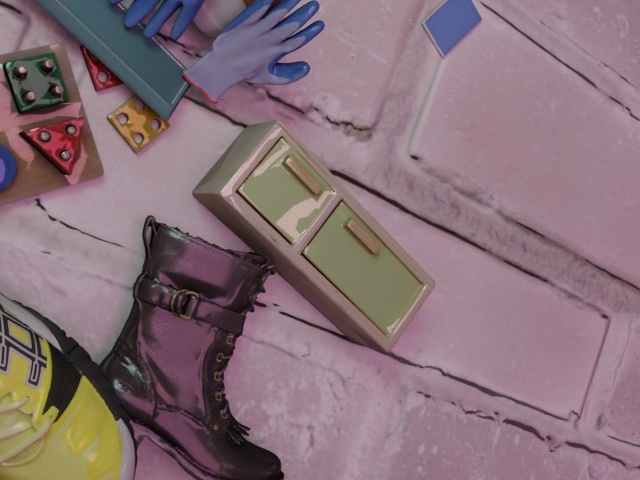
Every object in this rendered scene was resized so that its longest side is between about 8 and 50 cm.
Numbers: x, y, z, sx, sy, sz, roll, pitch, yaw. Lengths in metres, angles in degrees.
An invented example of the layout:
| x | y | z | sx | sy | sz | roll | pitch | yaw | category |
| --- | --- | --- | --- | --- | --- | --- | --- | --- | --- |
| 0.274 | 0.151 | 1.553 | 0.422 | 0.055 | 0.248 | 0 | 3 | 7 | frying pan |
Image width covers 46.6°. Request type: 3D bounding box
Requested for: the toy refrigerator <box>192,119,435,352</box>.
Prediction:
| x | y | z | sx | sy | sz | roll | pitch | yaw | category |
| --- | --- | --- | --- | --- | --- | --- | --- | --- | --- |
| 0.000 | 0.000 | 0.816 | 0.269 | 0.094 | 0.102 | 45 | 73 | -23 | toy refrigerator |

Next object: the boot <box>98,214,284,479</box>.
| x | y | z | sx | sy | sz | roll | pitch | yaw | category |
| --- | --- | --- | --- | --- | --- | --- | --- | --- | --- |
| -0.105 | 0.120 | 0.767 | 0.263 | 0.091 | 0.229 | 31 | 79 | -25 | boot |

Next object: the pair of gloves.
| x | y | z | sx | sy | sz | roll | pitch | yaw | category |
| --- | --- | --- | --- | --- | --- | --- | --- | --- | --- |
| -0.096 | -0.216 | 0.706 | 0.198 | 0.159 | 0.023 | 46 | 29 | -26 | pair of gloves |

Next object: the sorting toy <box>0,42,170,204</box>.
| x | y | z | sx | sy | sz | roll | pitch | yaw | category |
| --- | --- | --- | --- | --- | --- | --- | --- | --- | --- |
| -0.271 | -0.108 | 0.685 | 0.274 | 0.046 | 0.132 | -20 | 103 | -27 | sorting toy |

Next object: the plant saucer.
| x | y | z | sx | sy | sz | roll | pitch | yaw | category |
| --- | --- | --- | --- | --- | --- | --- | --- | --- | --- |
| -0.201 | -0.203 | 0.715 | 0.192 | 0.018 | 0.067 | 44 | 48 | -27 | plant saucer |

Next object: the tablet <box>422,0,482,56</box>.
| x | y | z | sx | sy | sz | roll | pitch | yaw | category |
| --- | --- | --- | --- | --- | --- | --- | --- | --- | --- |
| 0.167 | -0.277 | 0.940 | 0.083 | 0.006 | 0.054 | -45 | 113 | -18 | tablet |

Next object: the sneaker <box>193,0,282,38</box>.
| x | y | z | sx | sy | sz | roll | pitch | yaw | category |
| --- | --- | --- | --- | --- | --- | --- | --- | --- | --- |
| -0.108 | -0.349 | 0.703 | 0.106 | 0.123 | 0.290 | -51 | 124 | -48 | sneaker |

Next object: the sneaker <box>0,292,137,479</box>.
| x | y | z | sx | sy | sz | roll | pitch | yaw | category |
| --- | --- | --- | --- | --- | --- | --- | --- | --- | --- |
| -0.303 | 0.104 | 0.602 | 0.145 | 0.147 | 0.385 | -36 | 106 | 8 | sneaker |
